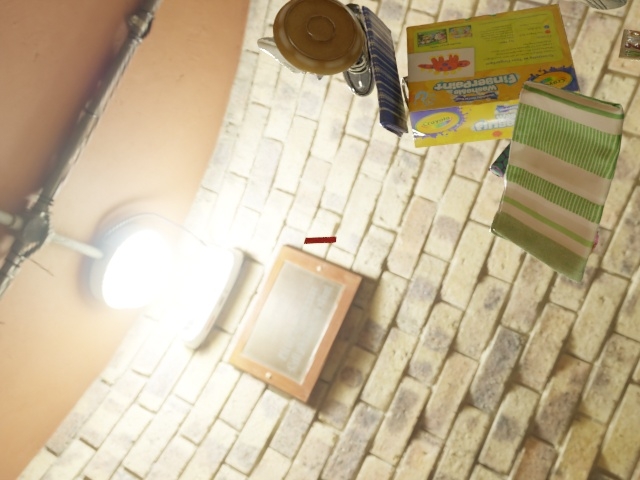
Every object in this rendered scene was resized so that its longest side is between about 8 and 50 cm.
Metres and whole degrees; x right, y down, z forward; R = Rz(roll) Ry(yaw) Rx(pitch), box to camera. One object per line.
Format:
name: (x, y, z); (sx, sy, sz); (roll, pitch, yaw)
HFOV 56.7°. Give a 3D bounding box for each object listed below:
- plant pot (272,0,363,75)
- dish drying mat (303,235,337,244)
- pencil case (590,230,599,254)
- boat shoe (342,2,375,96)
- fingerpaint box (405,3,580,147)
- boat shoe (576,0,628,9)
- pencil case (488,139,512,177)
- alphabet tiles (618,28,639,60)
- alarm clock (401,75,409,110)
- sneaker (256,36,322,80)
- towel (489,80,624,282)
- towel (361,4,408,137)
plant pot: (-0.001, -0.530, 1.503); (0.236, 0.236, 0.032); (-60, 3, -19)
dish drying mat: (0.000, 0.000, 1.510); (0.032, 0.083, 0.008); (-75, -19, -60)
pencil case: (0.816, -0.040, 1.981); (0.167, 0.160, 0.386); (-58, -35, 7)
boat shoe: (0.118, -0.627, 2.059); (0.158, 0.127, 0.340); (-82, -20, -48)
fingerpaint box: (0.482, -0.476, 1.730); (0.163, 0.445, 0.370); (67, -158, -54)
boat shoe: (0.786, -0.763, 1.752); (0.118, 0.320, 0.103); (22, -73, -30)
pencil case: (0.708, -0.309, 2.253); (0.151, 0.064, 0.070); (-49, -29, -13)
alphabet tiles: (0.888, -0.465, 1.449); (0.342, 0.285, 0.011); (-52, -31, -47)
alarm clock: (0.327, -0.512, 2.087); (0.192, 0.064, 0.129); (98, 156, -88)
sneaker: (-0.093, -0.578, 1.873); (0.090, 0.235, 0.094); (-62, -10, -55)
towel: (0.437, -0.118, 1.126); (0.038, 0.248, 0.324); (-6, -63, -25)
towel: (0.183, -0.472, 1.701); (0.243, 0.040, 0.335); (-6, -94, -68)
